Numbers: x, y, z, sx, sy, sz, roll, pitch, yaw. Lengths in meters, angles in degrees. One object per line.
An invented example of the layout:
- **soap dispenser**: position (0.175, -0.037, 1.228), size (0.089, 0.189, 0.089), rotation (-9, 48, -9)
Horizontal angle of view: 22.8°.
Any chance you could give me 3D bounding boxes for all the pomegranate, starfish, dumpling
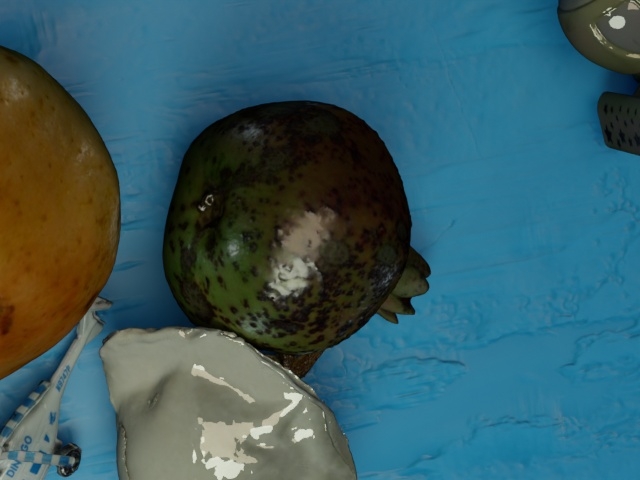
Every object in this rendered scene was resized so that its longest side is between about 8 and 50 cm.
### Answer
- **pomegranate**: position (0.000, 0.000, 1.731), size (0.341, 0.285, 0.285), rotation (22, 92, -45)
- **pomegranate**: position (-0.383, -0.050, 1.593), size (0.410, 0.410, 0.410), rotation (-1, 97, -12)
- **starfish**: position (-0.031, 0.155, 1.831), size (0.133, 0.041, 0.130), rotation (-32, 103, -7)
- **dumpling**: position (-0.092, 0.241, 1.727), size (0.260, 0.181, 0.341), rotation (-9, 94, 26)

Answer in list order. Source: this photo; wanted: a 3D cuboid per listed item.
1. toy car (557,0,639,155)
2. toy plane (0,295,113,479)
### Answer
- **toy car**: position (0.342, -0.282, 1.762), size (0.226, 0.242, 0.336), rotation (-40, 104, -2)
- **toy plane**: position (-0.316, 0.191, 1.769), size (0.182, 0.107, 0.273), rotation (1, 66, 27)
